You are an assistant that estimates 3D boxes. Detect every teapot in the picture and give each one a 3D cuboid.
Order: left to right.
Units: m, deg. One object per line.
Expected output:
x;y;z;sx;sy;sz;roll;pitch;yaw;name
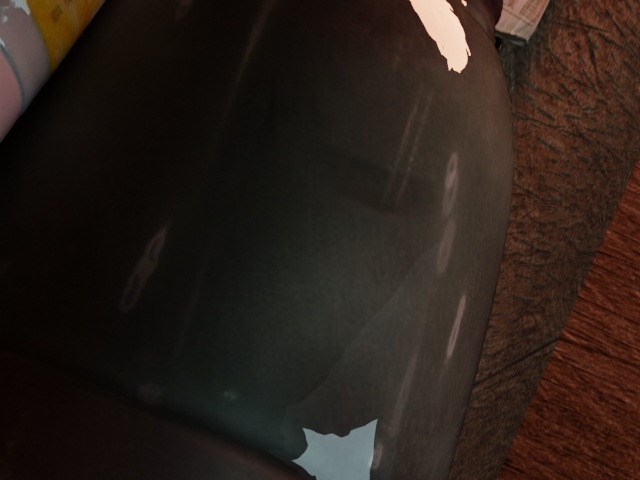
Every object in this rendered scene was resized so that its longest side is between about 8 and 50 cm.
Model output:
-0.046;0.001;0.820;0.312;0.233;0.315;-67;-164;-15;teapot

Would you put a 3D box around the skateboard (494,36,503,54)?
0.070;-0.099;1.278;0.067;0.080;0.151;-36;145;-52;skateboard

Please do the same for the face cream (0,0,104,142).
-0.102;-0.107;0.695;0.198;0.057;0.084;-60;157;-23;face cream

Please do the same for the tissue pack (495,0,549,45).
0.092;-0.234;1.047;0.225;0.124;0.185;-68;165;7;tissue pack
